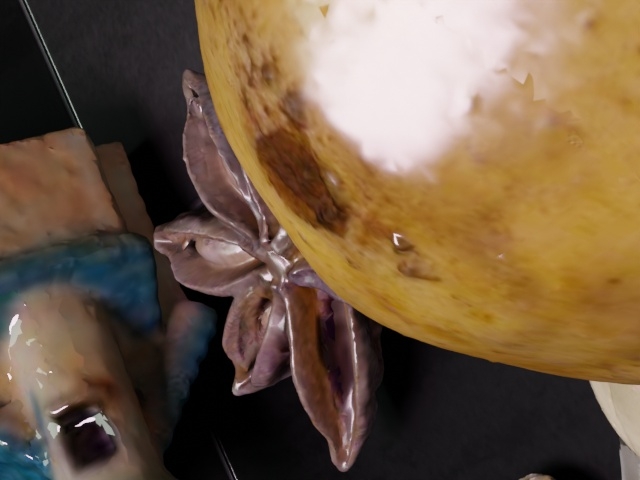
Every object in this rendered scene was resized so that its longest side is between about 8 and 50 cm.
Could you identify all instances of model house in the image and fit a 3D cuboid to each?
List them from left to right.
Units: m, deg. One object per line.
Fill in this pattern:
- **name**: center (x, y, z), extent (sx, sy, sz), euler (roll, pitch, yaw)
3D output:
- **model house**: center (-0.192, 0.130, 1.036), extent (0.280, 0.245, 0.312), euler (68, 152, 15)

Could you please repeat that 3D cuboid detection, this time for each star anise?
- **star anise**: center (-0.011, -0.008, 0.879), extent (0.197, 0.073, 0.212), euler (51, 138, 20)

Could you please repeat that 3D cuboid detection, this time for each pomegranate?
- **pomegranate**: center (0.094, -0.095, 0.537), extent (0.281, 0.281, 0.281), euler (27, 127, 44)

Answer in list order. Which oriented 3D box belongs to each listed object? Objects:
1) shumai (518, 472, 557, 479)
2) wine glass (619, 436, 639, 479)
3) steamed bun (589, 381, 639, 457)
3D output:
- **shumai**: center (0.080, 0.191, 0.812), extent (0.145, 0.116, 0.145), euler (28, 127, 44)
- **wine glass**: center (0.146, 0.118, 0.762), extent (0.042, 0.039, 0.083), euler (1, 102, 37)
- **steamed bun**: center (0.147, 0.034, 0.671), extent (0.112, 0.091, 0.130), euler (51, 141, 28)
